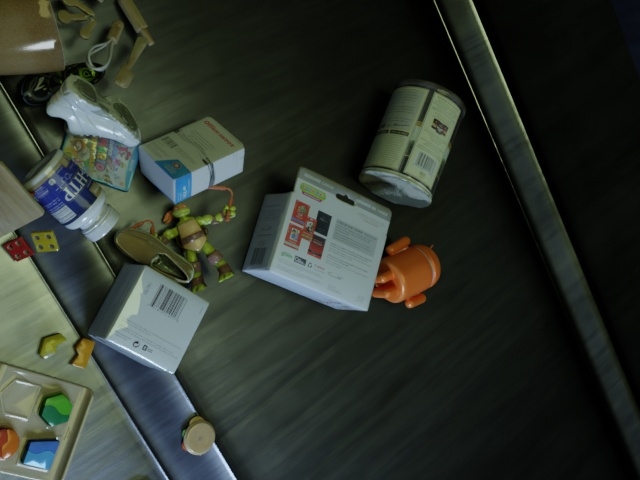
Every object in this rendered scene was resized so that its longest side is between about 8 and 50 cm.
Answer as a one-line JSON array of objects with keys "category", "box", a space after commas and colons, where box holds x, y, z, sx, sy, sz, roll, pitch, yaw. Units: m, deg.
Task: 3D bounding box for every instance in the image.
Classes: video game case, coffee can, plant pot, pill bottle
[{"category": "video game case", "box": [-0.478, -0.187, 1.873, 0.166, 0.015, 0.119, 21, 78, -33]}, {"category": "coffee can", "box": [0.239, -0.252, 2.252, 0.202, 0.202, 0.275, 31, 73, -30]}, {"category": "plant pot", "box": [-0.652, -0.413, 1.652, 0.255, 0.237, 0.237, -18, 100, -18]}, {"category": "pill bottle", "box": [-0.513, -0.089, 1.789, 0.186, 0.112, 0.112, 46, 66, -25]}]

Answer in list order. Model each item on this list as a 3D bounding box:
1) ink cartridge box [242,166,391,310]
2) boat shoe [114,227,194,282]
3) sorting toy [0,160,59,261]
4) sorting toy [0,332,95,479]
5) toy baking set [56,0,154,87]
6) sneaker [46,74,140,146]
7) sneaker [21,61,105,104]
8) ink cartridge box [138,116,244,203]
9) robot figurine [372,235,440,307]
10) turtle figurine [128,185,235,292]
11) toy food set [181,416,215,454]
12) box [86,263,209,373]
[{"category": "ink cartridge box", "box": [0.000, 0.000, 2.130, 0.310, 0.130, 0.271, 25, 74, -32]}, {"category": "boat shoe", "box": [-0.360, 0.033, 1.864, 0.190, 0.072, 0.068, 26, 100, -8]}, {"category": "sorting toy", "box": [-0.627, -0.079, 1.712, 0.274, 0.132, 0.046, 55, 23, -25]}, {"category": "sorting toy", "box": [-0.585, 0.334, 1.779, 0.229, 0.041, 0.307, 25, 76, -32]}, {"category": "toy baking set", "box": [-0.453, -0.449, 1.844, 0.197, 0.030, 0.256, -39, 97, -41]}, {"category": "sneaker", "box": [-0.480, -0.256, 1.819, 0.232, 0.115, 0.090, 36, 30, -48]}, {"category": "sneaker", "box": [-0.535, -0.335, 1.797, 0.188, 0.078, 0.067, -27, 104, -31]}, {"category": "ink cartridge box", "box": [-0.286, -0.182, 1.921, 0.191, 0.140, 0.082, -28, 146, -32]}, {"category": "robot figurine", "box": [0.229, 0.088, 2.289, 0.219, 0.128, 0.158, -23, 63, -32]}, {"category": "turtle figurine", "box": [-0.298, 0.006, 1.951, 0.270, 0.087, 0.217, -23, 93, -17]}, {"category": "toy food set", "box": [-0.283, 0.456, 1.998, 0.083, 0.020, 0.082, 44, 67, -26]}, {"category": "box", "box": [-0.374, 0.169, 1.878, 0.181, 0.119, 0.181, 34, 72, -29]}]
